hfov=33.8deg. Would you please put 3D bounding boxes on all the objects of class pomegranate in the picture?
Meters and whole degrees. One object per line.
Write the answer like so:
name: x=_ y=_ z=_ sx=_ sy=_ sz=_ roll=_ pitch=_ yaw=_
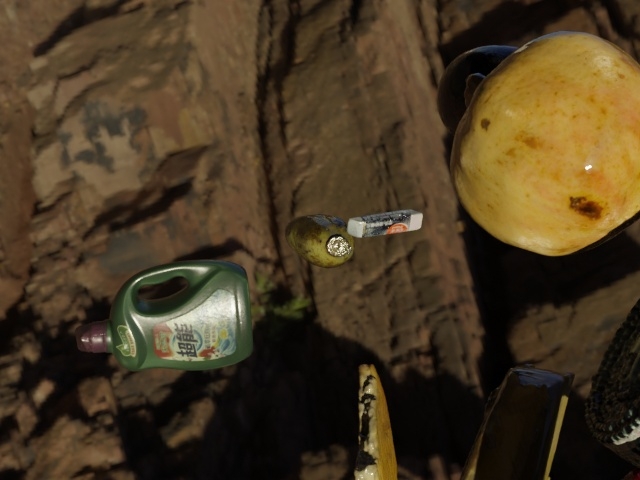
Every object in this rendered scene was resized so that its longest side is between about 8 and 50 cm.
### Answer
pomegranate: x=0.333 y=-0.146 z=1.530 sx=0.342 sy=0.342 sz=0.343 roll=-17 pitch=90 yaw=-80

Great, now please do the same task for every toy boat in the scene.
toy boat: x=0.263 y=0.363 z=1.478 sx=0.445 sy=0.136 sz=0.162 roll=-65 pitch=150 yaw=-26

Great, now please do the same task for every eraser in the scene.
eraser: x=0.082 y=-0.021 z=1.330 sx=0.019 sy=0.099 sz=0.027 roll=-125 pitch=-146 yaw=-47

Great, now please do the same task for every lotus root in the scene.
lotus root: x=0.000 y=0.000 z=1.705 sx=0.179 sy=0.089 sz=0.081 roll=-160 pitch=-113 yaw=-63

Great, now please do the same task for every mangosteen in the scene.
mangosteen: x=0.340 y=-0.246 z=2.059 sx=0.235 sy=0.235 sz=0.262 roll=25 pitch=62 yaw=-76

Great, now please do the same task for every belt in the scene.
belt: x=0.466 y=0.162 z=1.315 sx=0.295 sy=0.160 sz=0.207 roll=-58 pitch=-176 yaw=-26

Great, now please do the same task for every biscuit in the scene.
biscuit: x=0.070 y=0.267 z=1.330 sx=0.176 sy=0.031 sz=0.229 roll=40 pitch=43 yaw=-73

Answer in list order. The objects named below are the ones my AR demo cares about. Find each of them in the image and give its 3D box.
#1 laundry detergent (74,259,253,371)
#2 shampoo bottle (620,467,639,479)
laundry detergent: x=-0.199 y=0.098 z=1.327 sx=0.078 sy=0.221 sz=0.144 roll=-113 pitch=-160 yaw=-72
shampoo bottle: x=0.348 y=0.339 z=1.202 sx=0.102 sy=0.260 sz=0.064 roll=40 pitch=24 yaw=7
